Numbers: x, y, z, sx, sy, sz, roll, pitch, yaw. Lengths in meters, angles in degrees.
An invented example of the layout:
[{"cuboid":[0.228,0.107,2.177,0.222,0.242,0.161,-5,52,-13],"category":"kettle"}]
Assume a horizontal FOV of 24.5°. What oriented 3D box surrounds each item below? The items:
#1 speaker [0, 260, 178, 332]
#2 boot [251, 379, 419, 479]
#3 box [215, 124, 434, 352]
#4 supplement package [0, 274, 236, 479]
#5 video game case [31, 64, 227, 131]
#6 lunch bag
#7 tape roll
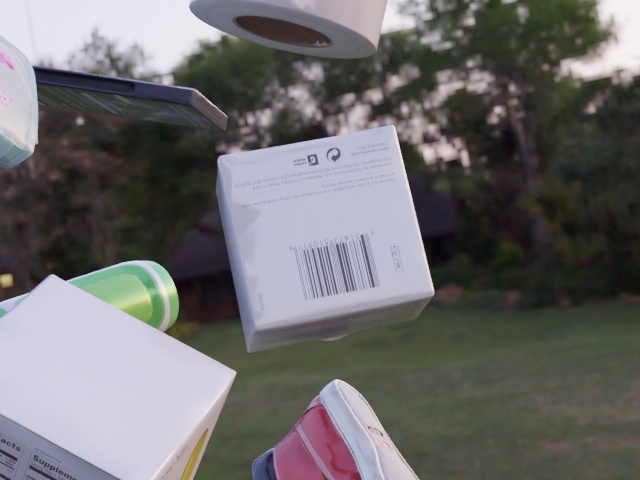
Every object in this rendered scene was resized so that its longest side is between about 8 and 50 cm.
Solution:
[{"cuboid":[-0.355,0.120,2.167,0.297,0.131,0.131,-19,3,-41],"category":"speaker"},{"cuboid":[0.017,0.295,1.621,0.176,0.244,0.088,-46,-45,13],"category":"boot"},{"cuboid":[0.000,0.000,1.458,0.181,0.181,0.119,-11,-14,-9],"category":"box"},{"cuboid":[-0.233,0.215,1.305,0.198,0.262,0.199,27,31,8],"category":"supplement package"},{"cuboid":[-0.268,-0.179,1.835,0.274,0.026,0.196,8,-4,8],"category":"video game case"},{"cuboid":[-0.435,-0.193,1.587,0.262,0.160,0.223,37,-2,42],"category":"lunch bag"},{"cuboid":[-0.030,-0.342,1.860,0.246,0.169,0.246,13,-4,1],"category":"tape roll"}]
